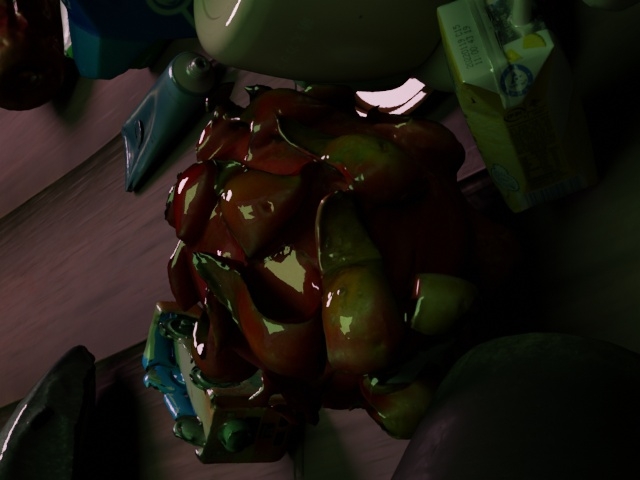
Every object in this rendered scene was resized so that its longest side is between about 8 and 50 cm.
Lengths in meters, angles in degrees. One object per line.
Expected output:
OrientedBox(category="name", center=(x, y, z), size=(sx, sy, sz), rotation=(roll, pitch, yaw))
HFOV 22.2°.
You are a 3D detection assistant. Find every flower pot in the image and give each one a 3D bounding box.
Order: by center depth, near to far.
OrientedBox(category="flower pot", center=(0.129, 0.146, 0.909), size=(0.235, 0.235, 0.148), rotation=(-39, 31, 50))

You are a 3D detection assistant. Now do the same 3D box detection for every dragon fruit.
OrientedBox(category="dragon fruit", center=(0.004, 0.019, 1.085), size=(0.307, 0.243, 0.227), rotation=(-38, -42, -68))

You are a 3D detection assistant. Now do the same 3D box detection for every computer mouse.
OrientedBox(category="computer mouse", center=(-0.293, 0.276, 1.609), size=(0.203, 0.114, 0.373), rotation=(100, 175, -59))

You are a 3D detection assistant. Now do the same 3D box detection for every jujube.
OrientedBox(category="jujube", center=(-0.393, -0.268, 1.971), size=(0.190, 0.190, 0.255), rotation=(-60, 42, 32))

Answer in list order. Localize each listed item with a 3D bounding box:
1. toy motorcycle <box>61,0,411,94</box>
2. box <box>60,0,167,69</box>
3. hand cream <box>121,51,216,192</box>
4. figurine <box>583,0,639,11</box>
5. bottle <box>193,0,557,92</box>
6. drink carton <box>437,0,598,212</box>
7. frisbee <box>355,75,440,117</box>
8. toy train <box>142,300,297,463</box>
OrientedBox(category="toy motorcycle", center=(-0.088, -0.206, 1.211), size=(0.191, 0.327, 0.199), rotation=(41, 119, 57))
OrientedBox(category="box", center=(-0.205, -0.319, 1.719), size=(0.180, 0.103, 0.250), rotation=(-48, 42, 44))
OrientedBox(category="hand cream", center=(-0.161, -0.128, 1.653), size=(0.224, 0.048, 0.083), rotation=(-43, 49, 54))
OrientedBox(category="figurine", center=(0.207, -0.263, 0.944), size=(0.361, 0.266, 0.377), rotation=(62, 174, 12))
OrientedBox(category="bottle", center=(0.046, -0.167, 1.093), size=(0.147, 0.237, 0.147), rotation=(-169, 90, -68))
OrientedBox(category="drink carton", center=(0.117, -0.102, 0.999), size=(0.075, 0.200, 0.084), rotation=(-19, 53, 10))
OrientedBox(category="frisbee", center=(0.068, -0.211, 1.288), size=(0.251, 0.021, 0.250), rotation=(-28, 57, 56))
OrientedBox(category="toy train", center=(-0.084, 0.121, 1.379), size=(0.188, 0.099, 0.072), rotation=(49, 126, 53))
